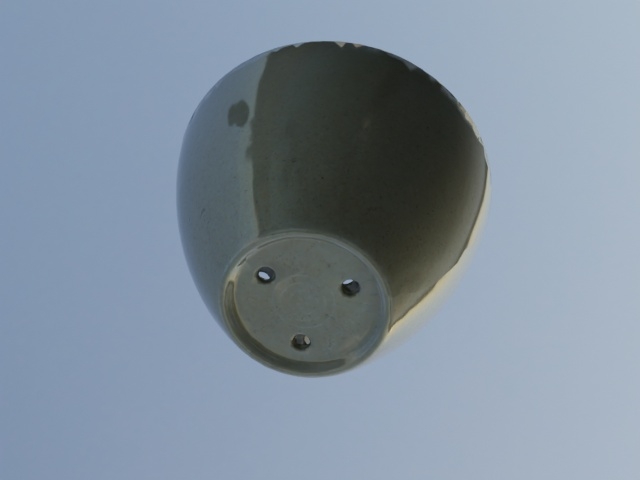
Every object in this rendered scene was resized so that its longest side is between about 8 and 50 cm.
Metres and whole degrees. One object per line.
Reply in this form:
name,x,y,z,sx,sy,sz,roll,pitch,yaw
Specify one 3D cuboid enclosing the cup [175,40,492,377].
cup,0.000,0.000,1.681,0.331,0.331,0.237,44,-154,-17
